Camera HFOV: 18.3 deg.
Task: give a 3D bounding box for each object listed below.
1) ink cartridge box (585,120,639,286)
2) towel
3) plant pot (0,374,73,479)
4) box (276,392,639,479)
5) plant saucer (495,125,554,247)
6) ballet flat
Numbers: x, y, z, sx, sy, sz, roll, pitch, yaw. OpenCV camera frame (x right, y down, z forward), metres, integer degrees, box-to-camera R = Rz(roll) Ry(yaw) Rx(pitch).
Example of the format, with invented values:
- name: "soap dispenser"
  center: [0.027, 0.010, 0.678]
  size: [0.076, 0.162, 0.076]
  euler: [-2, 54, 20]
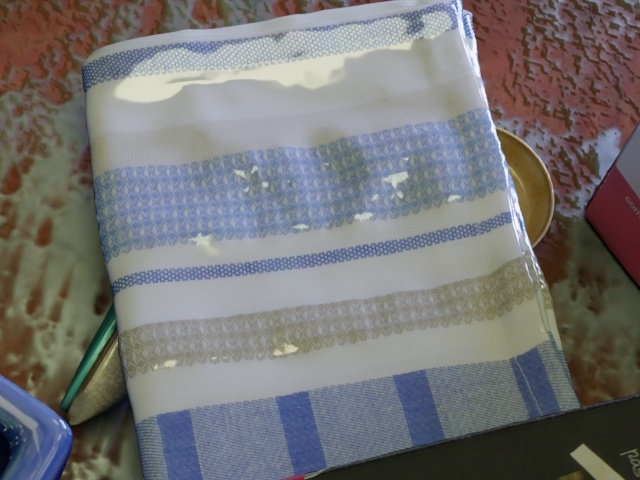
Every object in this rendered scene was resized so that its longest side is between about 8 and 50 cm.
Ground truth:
- name: "ink cartridge box"
  center: [0.271, -0.082, 0.970]
  size: [0.207, 0.283, 0.117]
  euler: [-33, 76, -20]
- name: "towel"
  center: [0.000, 0.000, 0.956]
  size: [0.209, 0.034, 0.285]
  euler: [-9, 55, -5]
- name: "plant pot"
  center: [-0.261, 0.142, 0.826]
  size: [0.236, 0.212, 0.236]
  euler: [30, 66, 4]
- name: "box"
  center: [0.069, 0.160, 0.798]
  size: [0.270, 0.165, 0.143]
  euler: [-14, 72, 10]
- name: "plant saucer"
  center: [0.082, -0.023, 1.061]
  size: [0.083, 0.015, 0.083]
  euler: [4, 67, -8]
- name: "ballet flat"
  center: [-0.074, 0.025, 0.995]
  size: [0.052, 0.057, 0.168]
  euler: [27, 65, -8]
